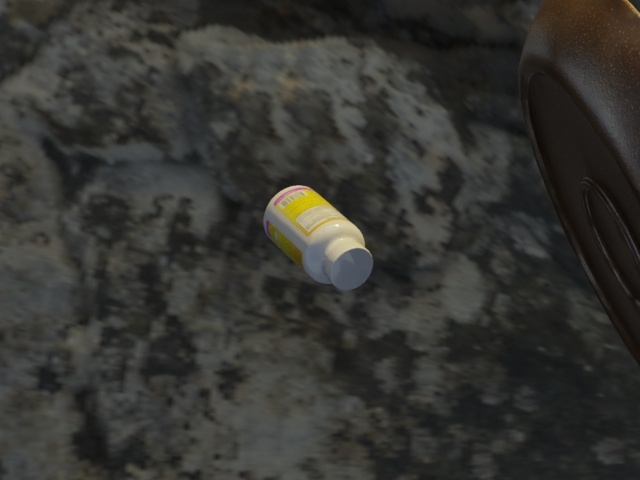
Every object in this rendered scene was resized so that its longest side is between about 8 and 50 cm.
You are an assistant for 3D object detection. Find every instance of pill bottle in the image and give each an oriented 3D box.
[{"bbox_3d":[0.000,0.000,1.272,0.043,0.043,0.083,-53,40,5],"label":"pill bottle"}]

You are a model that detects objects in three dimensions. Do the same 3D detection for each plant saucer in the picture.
[{"bbox_3d":[0.189,-0.006,1.153,0.050,0.310,0.310,-26,77,-3],"label":"plant saucer"}]
